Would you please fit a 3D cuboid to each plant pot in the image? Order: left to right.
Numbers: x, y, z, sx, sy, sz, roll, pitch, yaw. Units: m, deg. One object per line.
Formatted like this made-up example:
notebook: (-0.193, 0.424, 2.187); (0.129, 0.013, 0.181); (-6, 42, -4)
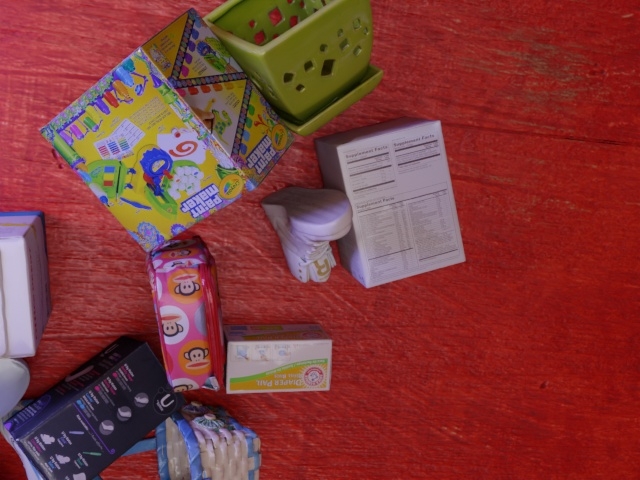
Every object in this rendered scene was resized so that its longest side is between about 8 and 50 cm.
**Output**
plant pot: (-0.038, -0.325, 1.490); (0.228, 0.227, 0.207); (-37, 131, -14)

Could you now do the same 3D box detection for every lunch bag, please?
lunch bag: (-0.236, 0.142, 1.521); (0.120, 0.293, 0.258); (-7, 106, -9)

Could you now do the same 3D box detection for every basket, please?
basket: (-0.274, 0.414, 1.593); (0.288, 0.254, 0.201); (-13, 105, -29)

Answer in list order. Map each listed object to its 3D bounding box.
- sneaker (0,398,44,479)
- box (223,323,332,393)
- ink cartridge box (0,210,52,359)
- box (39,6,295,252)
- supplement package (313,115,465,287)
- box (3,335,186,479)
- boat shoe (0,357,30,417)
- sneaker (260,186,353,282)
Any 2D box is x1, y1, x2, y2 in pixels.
sneaker: (-0.516, 0.406, 1.616); (0.086, 0.085, 0.237); (-25, 105, 9)
box: (-0.087, 0.226, 1.662); (0.203, 0.114, 0.103); (0, 101, -13)
ink cartridge box: (-0.572, 0.070, 1.446); (0.197, 0.270, 0.198); (-3, 101, -11)
box: (-0.255, -0.176, 1.443); (0.290, 0.177, 0.279); (-26, 110, 36)
supplement package: (0.126, -0.079, 1.603); (0.198, 0.199, 0.263); (-15, 103, -10)
box: (-0.405, 0.311, 1.544); (0.270, 0.165, 0.143); (-38, 106, -23)
boat shoe: (-0.653, 0.302, 1.560); (0.306, 0.105, 0.113); (-42, 110, 5)
sneaker: (0.000, 0.000, 1.551); (0.108, 0.292, 0.169); (-28, 109, -16)
